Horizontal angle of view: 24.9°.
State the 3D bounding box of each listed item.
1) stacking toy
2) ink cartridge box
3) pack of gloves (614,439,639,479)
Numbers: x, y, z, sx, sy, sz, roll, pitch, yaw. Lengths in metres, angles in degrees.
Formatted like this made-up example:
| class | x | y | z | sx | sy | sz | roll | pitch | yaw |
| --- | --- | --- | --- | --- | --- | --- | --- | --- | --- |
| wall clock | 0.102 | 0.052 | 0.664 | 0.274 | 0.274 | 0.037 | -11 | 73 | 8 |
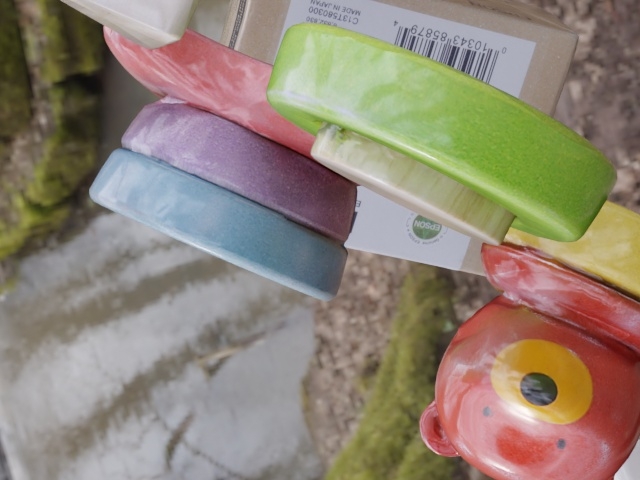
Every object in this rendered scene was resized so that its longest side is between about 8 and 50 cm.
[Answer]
| class | x | y | z | sx | sy | sz | roll | pitch | yaw |
| --- | --- | --- | --- | --- | --- | --- | --- | --- | --- |
| stacking toy | 0.000 | 0.000 | 0.618 | 0.309 | 0.279 | 0.130 | 24 | 88 | 25 |
| ink cartridge box | 0.039 | -0.093 | 1.029 | 0.088 | 0.235 | 0.193 | -114 | 37 | -67 |
| pack of gloves | 0.300 | 0.187 | 0.830 | 0.046 | 0.195 | 0.232 | 92 | 161 | -53 |
